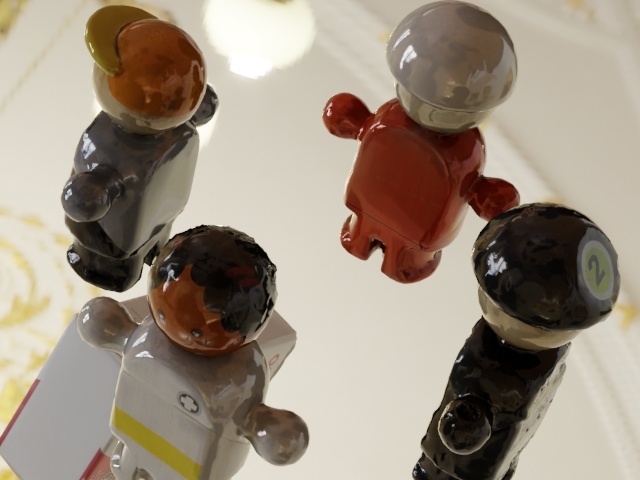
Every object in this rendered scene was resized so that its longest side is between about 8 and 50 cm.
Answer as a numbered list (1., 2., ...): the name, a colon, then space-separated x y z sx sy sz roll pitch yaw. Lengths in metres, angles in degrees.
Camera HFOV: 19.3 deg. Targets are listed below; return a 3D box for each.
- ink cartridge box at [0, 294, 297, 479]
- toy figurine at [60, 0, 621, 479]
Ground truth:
1. ink cartridge box: -0.088 0.077 0.974 0.056 0.099 0.135 44 -152 19
2. toy figurine: 0.000 0.000 0.782 0.209 0.148 0.213 1 -135 -16
